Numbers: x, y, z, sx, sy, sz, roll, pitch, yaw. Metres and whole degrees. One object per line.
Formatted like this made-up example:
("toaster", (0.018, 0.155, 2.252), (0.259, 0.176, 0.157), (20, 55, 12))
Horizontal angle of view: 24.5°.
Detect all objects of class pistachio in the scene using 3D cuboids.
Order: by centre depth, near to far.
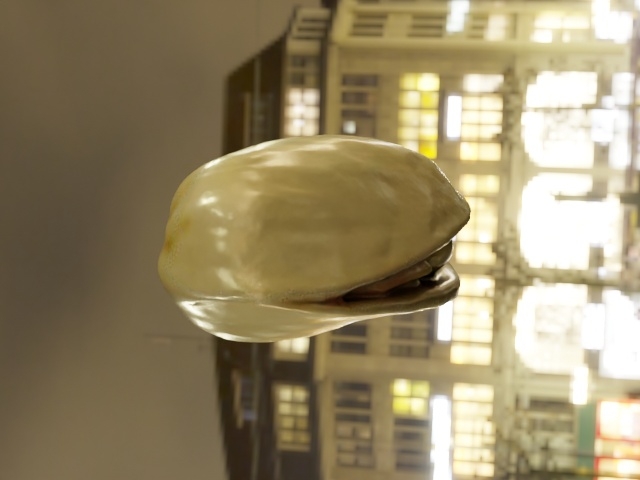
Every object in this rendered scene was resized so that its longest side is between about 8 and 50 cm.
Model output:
("pistachio", (0.000, 0.000, 1.242), (0.197, 0.288, 0.166), (-137, 46, -54))
